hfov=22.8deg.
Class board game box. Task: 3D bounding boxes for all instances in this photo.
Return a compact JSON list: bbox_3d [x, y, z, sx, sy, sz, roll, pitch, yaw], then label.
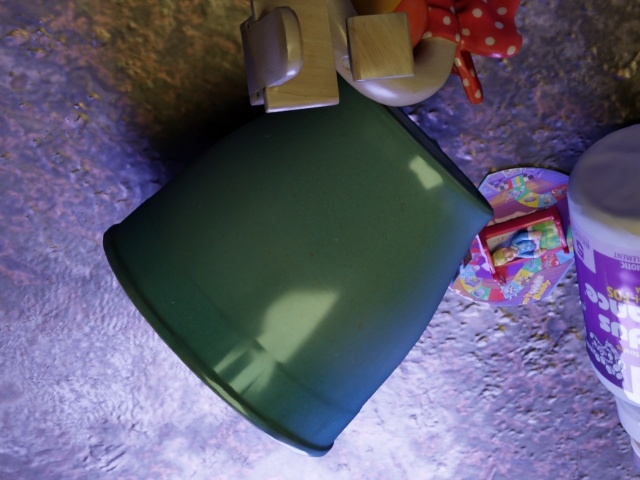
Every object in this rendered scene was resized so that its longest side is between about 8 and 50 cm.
[{"bbox_3d":[0.191,0.009,1.517,0.133,0.033,0.168,19,124,-20],"label":"board game box"}]

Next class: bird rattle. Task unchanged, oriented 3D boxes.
[{"bbox_3d":[0.050,-0.189,1.251,0.143,0.207,0.253,-14,125,35],"label":"bird rattle"}]

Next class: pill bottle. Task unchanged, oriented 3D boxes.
[{"bbox_3d":[0.327,0.053,1.480,0.169,0.169,0.301,-13,128,4],"label":"pill bottle"}]

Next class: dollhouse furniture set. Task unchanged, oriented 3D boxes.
[{"bbox_3d":[0.119,-0.259,1.088,0.355,0.174,0.303,-7,92,-13],"label":"dollhouse furniture set"}]

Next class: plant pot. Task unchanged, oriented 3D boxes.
[{"bbox_3d":[0.000,0.000,1.361,0.255,0.271,0.271,-44,121,8],"label":"plant pot"}]

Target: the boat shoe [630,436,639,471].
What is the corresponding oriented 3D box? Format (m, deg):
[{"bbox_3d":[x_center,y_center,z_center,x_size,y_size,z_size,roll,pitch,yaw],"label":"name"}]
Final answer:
[{"bbox_3d":[0.452,0.177,1.644,0.285,0.103,0.092,-18,153,-7],"label":"boat shoe"}]
